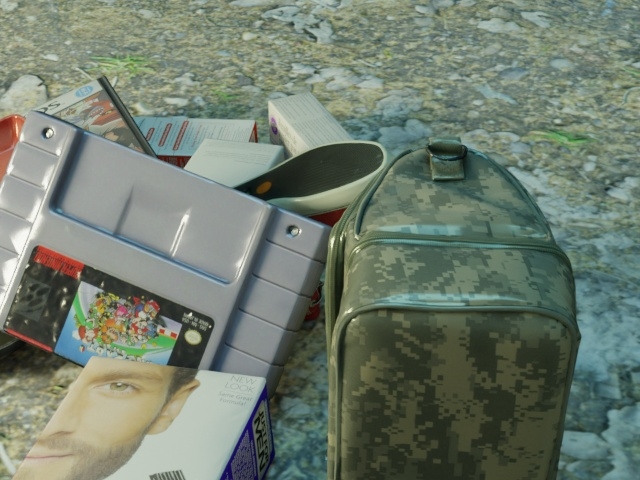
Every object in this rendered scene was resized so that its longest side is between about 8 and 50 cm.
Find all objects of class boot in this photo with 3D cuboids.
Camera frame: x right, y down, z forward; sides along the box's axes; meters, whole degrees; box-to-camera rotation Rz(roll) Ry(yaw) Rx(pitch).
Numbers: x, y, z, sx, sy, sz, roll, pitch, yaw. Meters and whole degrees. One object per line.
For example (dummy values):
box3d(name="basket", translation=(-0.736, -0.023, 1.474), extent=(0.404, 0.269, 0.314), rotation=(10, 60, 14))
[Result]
box3d(name="boot", translation=(0.000, 0.000, 1.482), extent=(0.244, 0.176, 0.088), rotation=(-21, 35, 22))

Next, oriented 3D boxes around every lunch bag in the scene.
box3d(name="lunch bag", translation=(0.110, 0.093, 1.259), extent=(0.213, 0.305, 0.256), rotation=(2, 38, 3))

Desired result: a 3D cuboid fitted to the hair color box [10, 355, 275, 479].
box3d(name="hair color box", translation=(-0.178, 0.250, 1.214), extent=(0.185, 0.110, 0.339), rotation=(6, 33, 15))

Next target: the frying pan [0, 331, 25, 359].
box3d(name="frying pan", translation=(-0.455, 0.077, 1.542), extent=(0.326, 0.053, 0.197), rotation=(5, 34, 15))

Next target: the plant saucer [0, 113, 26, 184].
box3d(name="plant saucer", translation=(-0.396, -0.039, 1.618), extent=(0.258, 0.047, 0.259), rotation=(-31, 40, -29))

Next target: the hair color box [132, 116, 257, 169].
box3d(name="hair color box", translation=(-0.171, -0.115, 1.804), extent=(0.167, 0.053, 0.093), rotation=(3, 37, 7))

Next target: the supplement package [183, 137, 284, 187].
box3d(name="supplement package", translation=(-0.114, -0.029, 1.626), extent=(0.105, 0.105, 0.179), rotation=(7, 34, 14))

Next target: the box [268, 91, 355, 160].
box3d(name="box", translation=(0.021, -0.088, 1.739), extent=(0.067, 0.063, 0.324), rotation=(-15, 36, -19))

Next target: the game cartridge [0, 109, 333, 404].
box3d(name="game cartridge", translation=(-0.184, 0.030, 1.413), extent=(0.355, 0.230, 0.068), rotation=(21, -3, 17))

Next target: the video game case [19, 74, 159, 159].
box3d(name="video game case", translation=(-0.340, -0.087, 1.739), extent=(0.248, 0.035, 0.275), rotation=(-26, 39, -9))
